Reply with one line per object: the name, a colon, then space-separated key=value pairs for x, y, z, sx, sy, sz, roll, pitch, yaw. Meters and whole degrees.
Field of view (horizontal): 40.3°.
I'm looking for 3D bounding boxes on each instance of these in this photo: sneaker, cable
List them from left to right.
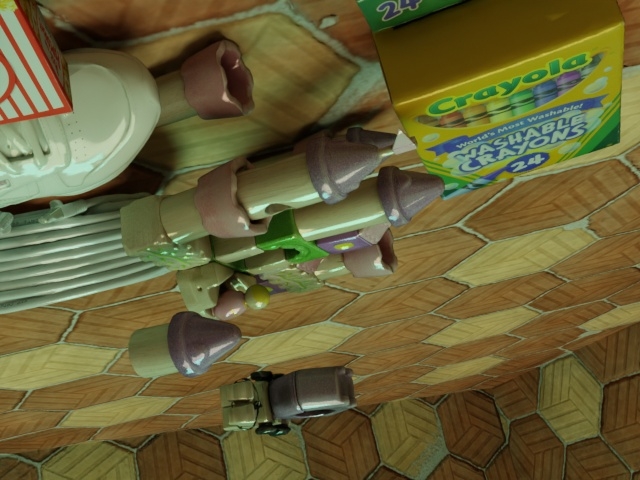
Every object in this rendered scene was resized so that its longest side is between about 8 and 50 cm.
sneaker: x=-0.270 y=-0.060 z=0.678 sx=0.305 sy=0.114 sz=0.152 roll=-18 pitch=-164 yaw=10
cable: x=-0.252 y=0.011 z=0.882 sx=0.257 sy=0.089 sz=0.257 roll=-10 pitch=-178 yaw=44

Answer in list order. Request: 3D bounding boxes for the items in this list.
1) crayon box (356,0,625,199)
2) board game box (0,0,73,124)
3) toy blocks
crayon box: x=0.176 y=-0.151 z=0.833 sx=0.203 sy=0.083 sz=0.323 roll=-18 pitch=159 yaw=13
board game box: x=-0.250 y=-0.131 z=0.533 sx=0.147 sy=0.045 sz=0.193 roll=-11 pitch=160 yaw=-4
toy blocks: x=0.000 y=0.000 z=0.791 sx=0.260 sy=0.308 sz=0.288 roll=-14 pitch=161 yaw=20
